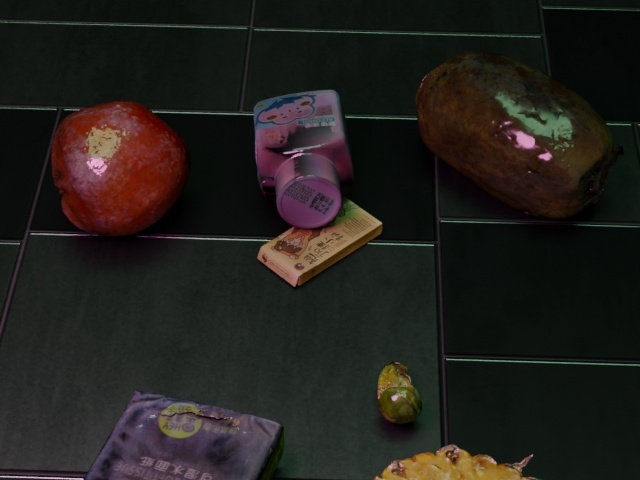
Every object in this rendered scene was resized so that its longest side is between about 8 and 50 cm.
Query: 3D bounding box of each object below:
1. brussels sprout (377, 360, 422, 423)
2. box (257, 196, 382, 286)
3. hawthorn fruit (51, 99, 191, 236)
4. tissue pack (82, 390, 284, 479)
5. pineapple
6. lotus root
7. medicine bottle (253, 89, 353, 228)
[{"bbox_3d":[0.084,0.169,1.563,0.046,0.051,0.083,28,15,-12],"label":"brussels sprout"},{"bbox_3d":[0.000,0.000,1.760,0.149,0.020,0.073,-33,53,-30],"label":"box"},{"bbox_3d":[-0.242,-0.089,1.752,0.173,0.172,0.172,0,43,0],"label":"hawthorn fruit"},{"bbox_3d":[-0.155,0.265,1.437,0.173,0.073,0.235,13,44,15],"label":"tissue pack"},{"bbox_3d":[0.164,0.273,1.434,0.233,0.079,0.135,29,58,20],"label":"pineapple"},{"bbox_3d":[0.241,-0.141,1.819,0.275,0.152,0.160,31,60,31],"label":"lotus root"},{"bbox_3d":[-0.021,-0.101,1.798,0.119,0.094,0.188,-9,37,2],"label":"medicine bottle"}]
